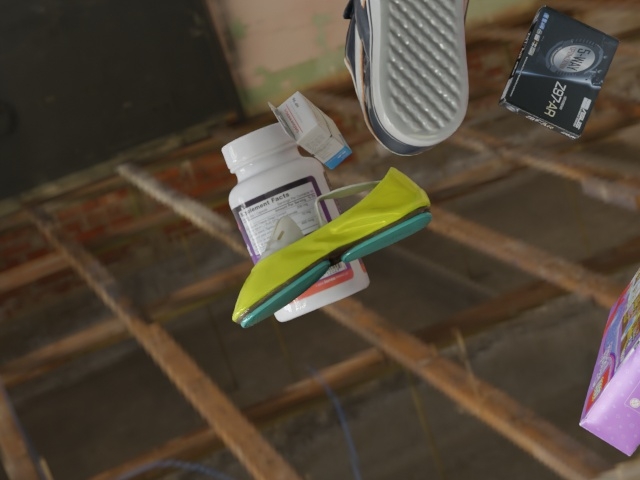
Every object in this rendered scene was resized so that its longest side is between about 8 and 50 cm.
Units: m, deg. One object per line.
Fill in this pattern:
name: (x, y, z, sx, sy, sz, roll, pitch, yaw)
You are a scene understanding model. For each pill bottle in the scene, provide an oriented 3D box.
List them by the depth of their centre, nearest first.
pill bottle: (-0.032, -0.022, 1.492, 0.108, 0.194, 0.108, -22, 178, -1)

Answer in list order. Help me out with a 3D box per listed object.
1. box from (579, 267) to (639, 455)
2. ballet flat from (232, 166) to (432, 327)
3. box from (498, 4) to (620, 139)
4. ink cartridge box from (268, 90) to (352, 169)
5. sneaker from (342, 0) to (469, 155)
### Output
box: (0.334, 0.053, 1.339, 0.057, 0.201, 0.293, 32, -155, 5)
ballet flat: (0.000, 0.000, 1.385, 0.231, 0.077, 0.077, -30, 168, -14)
box: (0.183, -0.128, 1.091, 0.018, 0.067, 0.083, 155, -41, -81)
ink cartridge box: (-0.010, -0.106, 1.330, 0.028, 0.083, 0.048, -39, -125, 12)
sneaker: (0.086, -0.239, 1.368, 0.126, 0.321, 0.127, 9, 170, -10)
